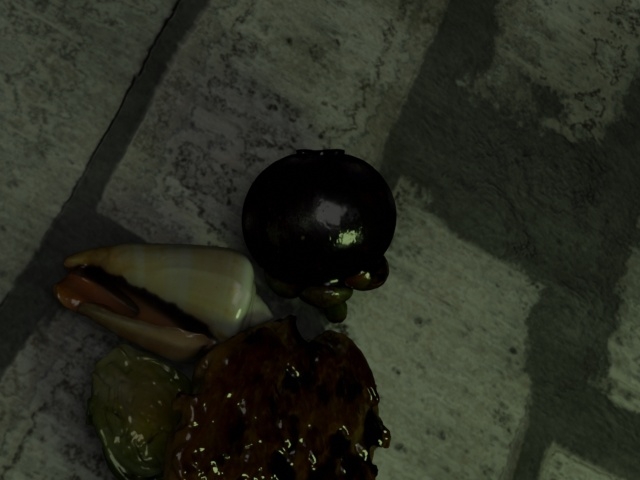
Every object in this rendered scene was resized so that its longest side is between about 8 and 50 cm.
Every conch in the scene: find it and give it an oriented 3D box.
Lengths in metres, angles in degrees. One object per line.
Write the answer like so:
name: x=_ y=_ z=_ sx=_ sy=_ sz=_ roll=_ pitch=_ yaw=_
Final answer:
conch: x=-0.183 y=0.073 z=1.525 sx=0.255 sy=0.127 sz=0.158 roll=13 pitch=67 yaw=12

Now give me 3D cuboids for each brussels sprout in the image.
brussels sprout: x=-0.201 y=0.212 z=1.475 sx=0.139 sy=0.100 sz=0.181 roll=-28 pitch=67 yaw=-25

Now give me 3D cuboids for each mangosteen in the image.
mangosteen: x=0.000 y=0.000 z=1.566 sx=0.194 sy=0.194 sz=0.230 roll=-7 pitch=103 yaw=-20

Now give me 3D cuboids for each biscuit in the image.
biscuit: x=-0.055 y=0.240 z=1.479 sx=0.334 sy=0.081 sz=0.289 roll=-31 pitch=103 yaw=-42
